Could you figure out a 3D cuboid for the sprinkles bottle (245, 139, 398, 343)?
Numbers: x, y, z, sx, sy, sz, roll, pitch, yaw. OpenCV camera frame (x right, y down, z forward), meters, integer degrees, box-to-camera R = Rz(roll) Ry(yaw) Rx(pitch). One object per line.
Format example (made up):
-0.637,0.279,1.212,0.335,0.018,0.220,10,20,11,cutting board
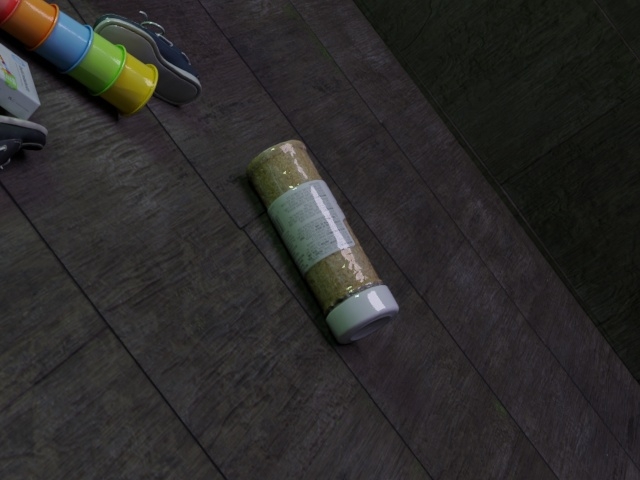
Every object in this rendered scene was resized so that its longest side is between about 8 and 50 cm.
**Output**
0.000,0.000,2.134,0.355,0.121,0.121,60,23,16,sprinkles bottle

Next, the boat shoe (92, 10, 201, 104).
-0.288,-0.312,2.048,0.254,0.095,0.079,27,36,-50,boat shoe

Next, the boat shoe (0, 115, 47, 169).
-0.425,-0.123,1.564,0.233,0.084,0.079,-7,101,-72,boat shoe

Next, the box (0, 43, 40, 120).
-0.463,-0.248,1.643,0.186,0.038,0.145,39,11,-35,box

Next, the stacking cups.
-0.386,-0.307,1.847,0.316,0.096,0.096,36,28,-37,stacking cups
